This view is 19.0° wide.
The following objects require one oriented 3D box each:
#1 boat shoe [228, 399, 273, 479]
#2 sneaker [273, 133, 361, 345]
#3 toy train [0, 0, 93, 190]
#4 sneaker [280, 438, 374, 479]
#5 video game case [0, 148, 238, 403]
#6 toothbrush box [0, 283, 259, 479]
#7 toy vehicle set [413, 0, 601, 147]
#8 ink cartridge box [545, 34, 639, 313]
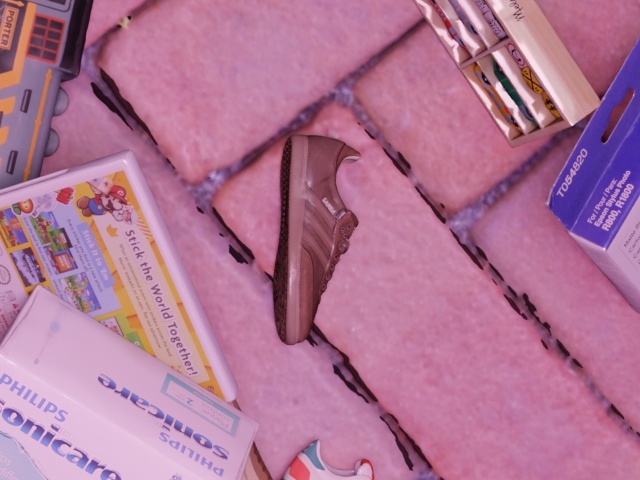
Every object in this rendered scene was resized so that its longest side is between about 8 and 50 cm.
[{"bbox_3d":[-0.118,0.181,1.625,0.110,0.121,0.341,-29,93,-13],"label":"boat shoe"},{"bbox_3d":[0.000,0.000,1.693,0.071,0.066,0.188,4,85,-12],"label":"sneaker"},{"bbox_3d":[-0.307,-0.111,1.608,0.190,0.142,0.334,14,83,-20],"label":"toy train"},{"bbox_3d":[0.040,0.237,1.686,0.161,0.057,0.075,33,85,-5],"label":"sneaker"},{"bbox_3d":[-0.201,0.056,1.535,0.206,0.026,0.227,-16,112,15],"label":"video game case"},{"bbox_3d":[-0.221,0.220,1.529,0.216,0.126,0.295,32,115,-7],"label":"toothbrush box"},{"bbox_3d":[0.134,-0.209,1.686,0.035,0.166,0.267,-35,93,-12],"label":"toy vehicle set"},{"bbox_3d":[0.311,-0.066,1.706,0.223,0.045,0.224,-59,139,-9],"label":"ink cartridge box"}]
